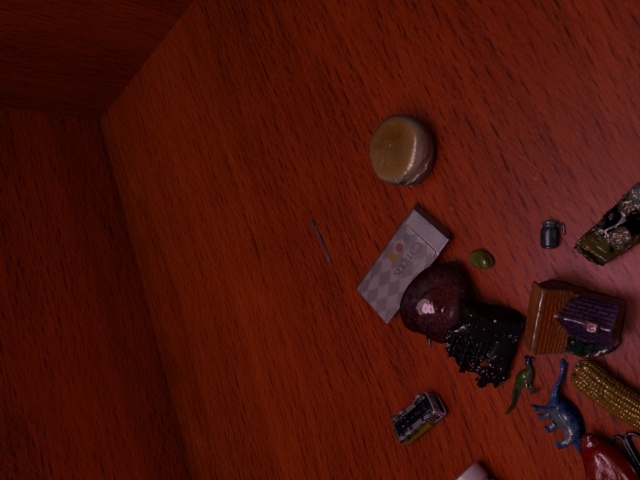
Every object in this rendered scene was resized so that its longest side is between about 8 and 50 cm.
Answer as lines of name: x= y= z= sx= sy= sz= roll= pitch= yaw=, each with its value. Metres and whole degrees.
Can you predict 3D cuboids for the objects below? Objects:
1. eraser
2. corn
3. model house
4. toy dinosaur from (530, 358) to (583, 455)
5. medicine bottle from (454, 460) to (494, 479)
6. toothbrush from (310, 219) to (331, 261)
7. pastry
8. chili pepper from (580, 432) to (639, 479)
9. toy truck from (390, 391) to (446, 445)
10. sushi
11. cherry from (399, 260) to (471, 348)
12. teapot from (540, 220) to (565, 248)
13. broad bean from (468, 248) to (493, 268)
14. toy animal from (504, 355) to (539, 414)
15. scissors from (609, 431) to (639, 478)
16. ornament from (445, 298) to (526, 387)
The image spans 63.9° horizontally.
eraser: x=0.294 y=0.083 z=1.855 sx=0.213 sy=0.082 sz=0.397 roll=47 pitch=120 yaw=28
corn: x=0.832 y=0.440 z=1.405 sx=0.291 sy=0.101 sz=0.101 roll=34 pitch=113 yaw=30
model house: x=0.687 y=0.235 z=1.421 sx=0.236 sy=0.237 sz=0.203 roll=19 pitch=103 yaw=38
toy dinosaur: x=0.711 y=0.530 z=1.520 sx=0.144 sy=0.076 sz=0.330 roll=-18 pitch=78 yaw=7
medicine bottle: x=0.545 y=0.868 z=1.621 sx=0.293 sy=0.170 sz=0.170 roll=50 pitch=122 yaw=26
toothbrush: x=0.002 y=0.000 z=2.147 sx=0.014 sy=0.017 sz=0.195 roll=-39 pitch=70 yaw=41
pastry: x=0.284 y=-0.314 z=1.809 sx=0.264 sy=0.133 sz=0.265 roll=3 pitch=94 yaw=42
chili pepper: x=0.802 y=0.656 z=1.410 sx=0.144 sy=0.136 sz=0.253 roll=127 pitch=125 yaw=-80
toy truck: x=0.345 y=0.634 z=1.822 sx=0.227 sy=0.113 sz=0.098 roll=-53 pitch=39 yaw=29
sushi: x=0.823 y=-0.047 z=1.364 sx=0.291 sy=0.131 sz=0.139 roll=-52 pitch=59 yaw=21
cherry: x=0.386 y=0.208 z=1.702 sx=0.230 sy=0.203 sz=0.301 roll=21 pitch=94 yaw=22
teapot: x=0.690 y=-0.017 z=1.529 sx=0.063 sy=0.049 sz=0.084 roll=3 pitch=94 yaw=41
broad bean: x=0.525 y=0.062 z=1.683 sx=0.083 sy=0.045 sz=0.063 roll=26 pitch=119 yaw=45
toy animal: x=0.636 y=0.472 z=1.604 sx=0.075 sy=0.041 sz=0.217 roll=34 pitch=116 yaw=55
scissors: x=0.903 y=0.675 z=1.400 sx=0.109 sy=0.022 sz=0.300 roll=-37 pitch=70 yaw=40
ornament: x=0.504 y=0.333 z=1.604 sx=0.106 sy=0.250 sz=0.261 roll=-109 pitch=35 yaw=-70
